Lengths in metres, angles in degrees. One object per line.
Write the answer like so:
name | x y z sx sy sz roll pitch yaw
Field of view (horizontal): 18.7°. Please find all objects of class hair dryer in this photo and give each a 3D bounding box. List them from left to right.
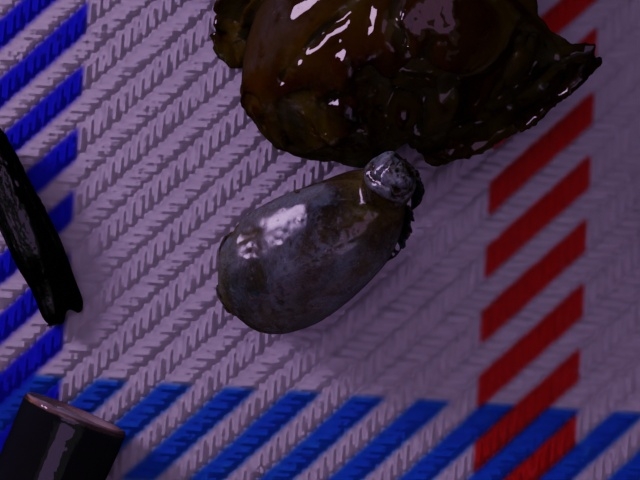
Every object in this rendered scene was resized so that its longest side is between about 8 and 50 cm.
hair dryer | -0.095 0.204 1.215 0.255 0.070 0.128 25 87 0

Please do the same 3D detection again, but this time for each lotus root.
lotus root | 0.002 0.002 1.203 0.165 0.088 0.088 -35 84 22

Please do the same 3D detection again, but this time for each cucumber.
cucumber | -0.190 -0.010 1.249 0.033 0.034 0.135 -26 85 -5

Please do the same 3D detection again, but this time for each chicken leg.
chicken leg | 0.106 -0.176 1.199 0.361 0.140 0.211 -38 76 2
